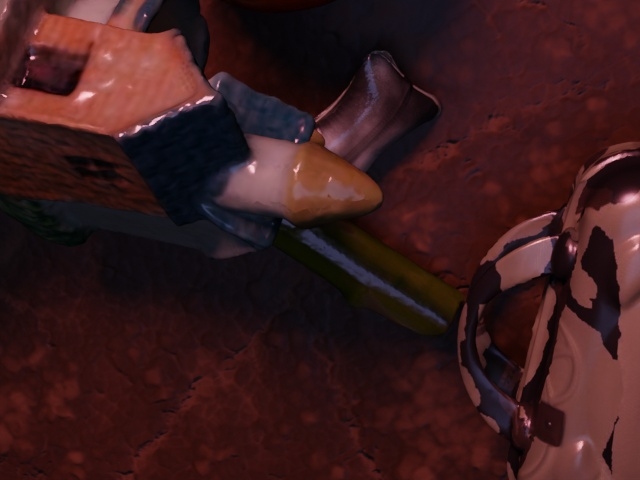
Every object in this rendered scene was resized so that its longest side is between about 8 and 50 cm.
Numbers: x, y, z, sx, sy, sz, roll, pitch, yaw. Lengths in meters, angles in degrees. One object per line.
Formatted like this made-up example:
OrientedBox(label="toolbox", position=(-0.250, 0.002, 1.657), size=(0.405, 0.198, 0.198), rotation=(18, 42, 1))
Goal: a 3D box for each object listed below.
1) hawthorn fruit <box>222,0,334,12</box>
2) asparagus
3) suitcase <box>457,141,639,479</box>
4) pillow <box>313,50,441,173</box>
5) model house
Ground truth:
OrientedBox(label="hawthorn fruit", position=(-0.010, -0.273, 0.893), size=(0.242, 0.242, 0.271), rotation=(-42, 126, 18))
OrientedBox(label="asparagus", position=(0.001, -0.001, 1.056), size=(0.277, 0.060, 0.067), rotation=(34, 111, -7))
OrientedBox(label="suitcase", position=(0.282, 0.098, 0.985), size=(0.339, 0.194, 0.351), rotation=(12, 110, 5))
OrientedBox(label="pillow", position=(0.032, -0.094, 1.020), size=(0.135, 0.055, 0.091), rotation=(-40, 103, 19))
OrientedBox(label="model house", position=(-0.093, -0.098, 0.873), size=(0.325, 0.267, 0.194), rotation=(15, 68, 18))
